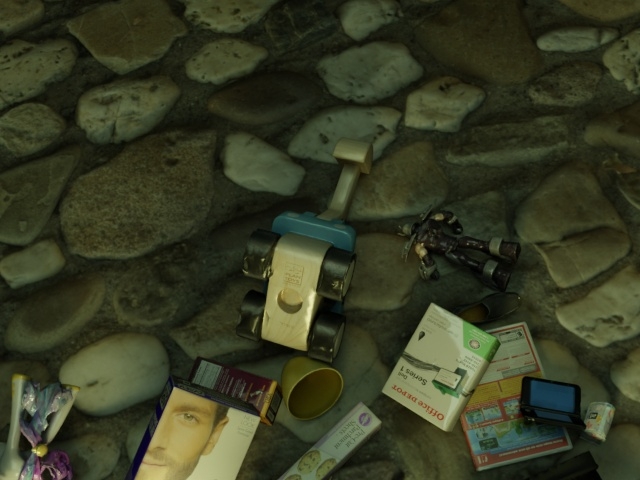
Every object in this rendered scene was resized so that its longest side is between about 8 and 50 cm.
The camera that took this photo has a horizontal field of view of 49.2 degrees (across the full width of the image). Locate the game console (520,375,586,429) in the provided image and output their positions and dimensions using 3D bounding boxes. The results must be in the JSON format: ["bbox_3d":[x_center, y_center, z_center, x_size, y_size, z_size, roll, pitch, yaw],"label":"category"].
[{"bbox_3d":[0.478,0.333,1.435,0.122,0.107,0.071,8,92,9],"label":"game console"}]

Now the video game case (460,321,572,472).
[{"bbox_3d":[0.389,0.328,1.496,0.204,0.025,0.285,-13,63,-2],"label":"video game case"}]

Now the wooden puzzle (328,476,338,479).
[{"bbox_3d":[-0.003,0.495,1.458,0.083,0.006,0.049,15,66,13],"label":"wooden puzzle"}]

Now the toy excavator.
[{"bbox_3d":[0.000,0.000,1.603,0.222,0.445,0.433,13,108,11],"label":"toy excavator"}]

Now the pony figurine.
[{"bbox_3d":[-0.616,0.463,1.413,0.351,0.303,0.363,-7,61,38],"label":"pony figurine"}]

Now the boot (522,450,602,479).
[{"bbox_3d":[0.440,0.572,1.297,0.348,0.131,0.260,-20,63,-11],"label":"boot"}]

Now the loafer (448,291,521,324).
[{"bbox_3d":[0.370,0.157,1.555,0.170,0.061,0.062,-19,89,-1],"label":"loafer"}]

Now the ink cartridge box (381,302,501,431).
[{"bbox_3d":[0.253,0.267,1.466,0.160,0.092,0.219,28,85,23],"label":"ink cartridge box"}]

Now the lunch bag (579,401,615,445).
[{"bbox_3d":[0.566,0.370,1.426,0.053,0.083,0.071,23,68,15],"label":"lunch bag"}]

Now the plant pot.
[{"bbox_3d":[-0.032,0.302,1.502,0.134,0.134,0.095,-33,40,-11],"label":"plant pot"}]

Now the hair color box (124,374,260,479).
[{"bbox_3d":[-0.270,0.456,1.353,0.185,0.110,0.339,23,85,-15],"label":"hair color box"}]

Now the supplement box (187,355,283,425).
[{"bbox_3d":[-0.184,0.325,1.506,0.188,0.104,0.081,15,66,13],"label":"supplement box"}]

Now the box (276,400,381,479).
[{"bbox_3d":[-0.011,0.466,1.433,0.324,0.063,0.067,-40,67,-14],"label":"box"}]

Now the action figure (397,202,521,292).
[{"bbox_3d":[0.309,0.019,1.625,0.285,0.099,0.185,22,74,19],"label":"action figure"}]
